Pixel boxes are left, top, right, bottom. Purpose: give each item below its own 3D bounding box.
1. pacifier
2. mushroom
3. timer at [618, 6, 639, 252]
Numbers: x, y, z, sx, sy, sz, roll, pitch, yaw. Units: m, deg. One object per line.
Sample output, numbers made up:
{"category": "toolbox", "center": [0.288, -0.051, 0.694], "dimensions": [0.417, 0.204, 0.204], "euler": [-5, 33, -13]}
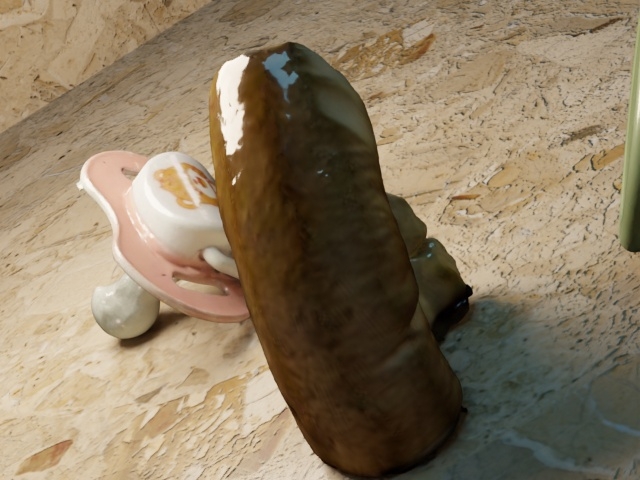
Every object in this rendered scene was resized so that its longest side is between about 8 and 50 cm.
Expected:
{"category": "pacifier", "center": [-0.209, 0.007, 1.609], "dimensions": [0.273, 0.220, 0.332], "euler": [-29, 51, -3]}
{"category": "mushroom", "center": [-0.013, 0.012, 1.242], "dimensions": [0.224, 0.397, 0.313], "euler": [-17, 32, 21]}
{"category": "timer", "center": [0.479, -0.122, 1.230], "dimensions": [0.315, 0.290, 0.290], "euler": [4, 36, 12]}
